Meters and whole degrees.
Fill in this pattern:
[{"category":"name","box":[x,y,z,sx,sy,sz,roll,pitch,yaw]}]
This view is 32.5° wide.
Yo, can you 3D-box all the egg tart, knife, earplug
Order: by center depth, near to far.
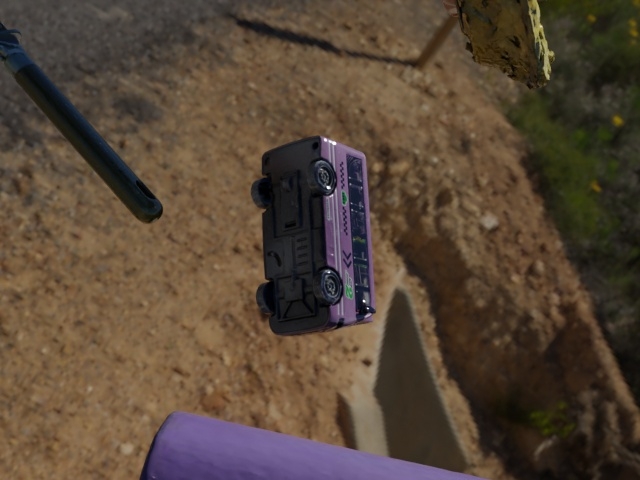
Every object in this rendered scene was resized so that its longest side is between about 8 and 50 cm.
[{"category":"egg tart","box":[0.104,-0.151,0.662,0.130,0.052,0.130,-14,90,-82]},{"category":"knife","box":[-0.228,-0.144,0.772,0.343,0.027,0.061,49,12,6]},{"category":"earplug","box":[0.050,0.307,1.074,0.456,0.215,0.215,8,19,7]}]

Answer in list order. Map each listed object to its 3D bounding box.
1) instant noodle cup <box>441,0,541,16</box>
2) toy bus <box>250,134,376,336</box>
[{"category":"instant noodle cup","box":[0.166,-0.285,0.818,0.250,0.192,0.250,-15,90,-73]},{"category":"toy bus","box":[0.000,0.000,1.022,0.098,0.087,0.178,12,71,-49]}]
